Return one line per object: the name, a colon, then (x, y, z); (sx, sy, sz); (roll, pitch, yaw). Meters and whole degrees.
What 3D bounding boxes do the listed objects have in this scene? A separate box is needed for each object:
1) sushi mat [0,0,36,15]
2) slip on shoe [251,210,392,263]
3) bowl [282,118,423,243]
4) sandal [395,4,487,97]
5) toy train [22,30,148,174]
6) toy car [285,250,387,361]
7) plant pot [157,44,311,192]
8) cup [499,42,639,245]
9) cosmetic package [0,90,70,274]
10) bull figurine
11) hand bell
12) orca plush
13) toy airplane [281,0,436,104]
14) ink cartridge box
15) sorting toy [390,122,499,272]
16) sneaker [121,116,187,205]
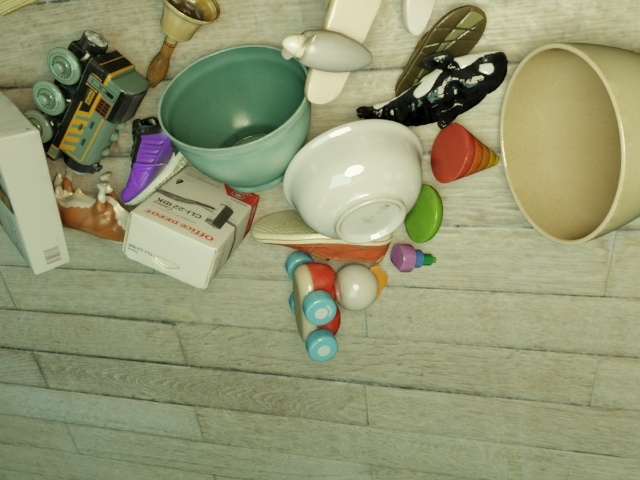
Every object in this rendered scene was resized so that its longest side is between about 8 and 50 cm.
sushi mat: (-0.595, -0.597, 1.082); (0.316, 0.019, 0.152); (-10, 115, 20)
slip on shoe: (0.000, 0.000, 1.206); (0.330, 0.123, 0.102); (5, 124, 7)
bowl: (0.083, -0.086, 1.031); (0.297, 0.134, 0.298); (-12, 149, -7)
sandal: (0.217, -0.354, 0.977); (0.089, 0.060, 0.219); (15, 141, -21)
toy train: (-0.529, -0.295, 1.160); (0.190, 0.142, 0.334); (40, 121, -7)
toy car: (0.056, 0.138, 1.249); (0.237, 0.219, 0.211); (-10, 120, -12)
plant pot: (-0.149, -0.222, 1.045); (0.292, 0.293, 0.196); (4, 147, 13)
cup: (0.496, -0.178, 0.881); (0.236, 0.331, 0.332); (-12, 118, -9)
cosmetic package: (-0.728, -0.147, 1.223); (0.284, 0.097, 0.378); (40, 138, 31)
bull figurine: (-0.578, -0.083, 1.321); (0.309, 0.101, 0.189); (10, 118, 9)
hand bell: (-0.317, -0.408, 1.078); (0.126, 0.126, 0.242); (40, 132, -9)
orca plush: (0.210, -0.259, 0.969); (0.286, 0.102, 0.151); (-9, 145, 10)
toy airplane: (0.065, -0.453, 0.803); (0.384, 0.272, 0.386); (-24, 116, 10)
ink cartridge box: (-0.280, -0.039, 1.162); (0.196, 0.273, 0.114); (23, 123, 1)
sorting toy: (0.273, -0.073, 1.115); (0.126, 0.127, 0.366); (4, 128, -21)
sneaker: (-0.391, -0.210, 1.206); (0.293, 0.102, 0.146); (-38, 100, 25)
